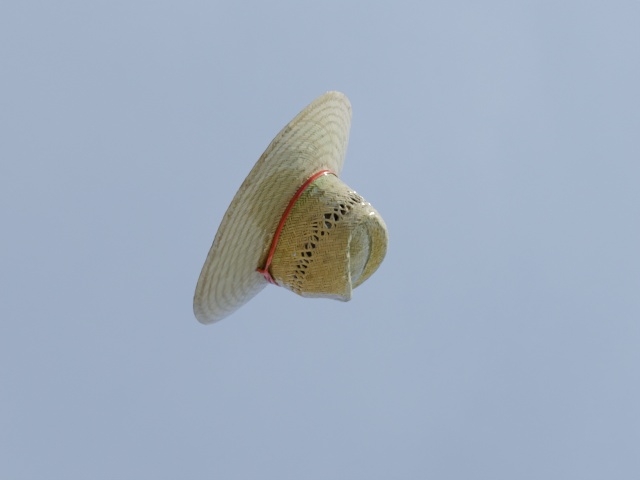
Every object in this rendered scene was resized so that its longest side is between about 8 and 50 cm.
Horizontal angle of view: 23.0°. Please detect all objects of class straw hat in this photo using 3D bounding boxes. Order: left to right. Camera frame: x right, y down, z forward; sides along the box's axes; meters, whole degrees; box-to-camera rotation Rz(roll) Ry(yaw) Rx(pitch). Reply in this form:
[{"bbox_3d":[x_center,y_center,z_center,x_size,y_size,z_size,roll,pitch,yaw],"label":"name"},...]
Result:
[{"bbox_3d":[0.000,0.000,0.802,0.061,0.144,0.144,33,-47,14],"label":"straw hat"}]
